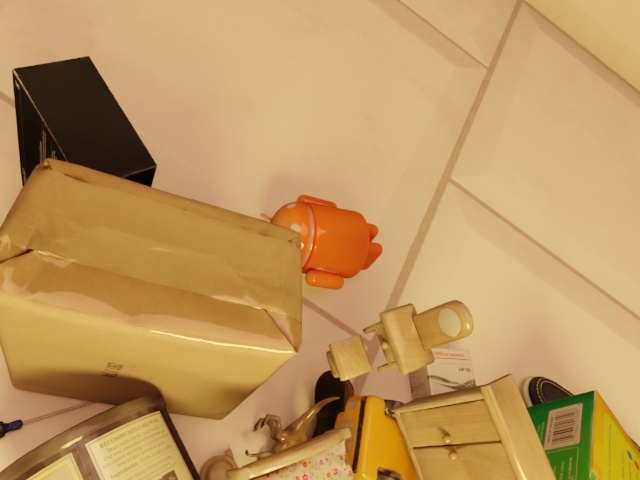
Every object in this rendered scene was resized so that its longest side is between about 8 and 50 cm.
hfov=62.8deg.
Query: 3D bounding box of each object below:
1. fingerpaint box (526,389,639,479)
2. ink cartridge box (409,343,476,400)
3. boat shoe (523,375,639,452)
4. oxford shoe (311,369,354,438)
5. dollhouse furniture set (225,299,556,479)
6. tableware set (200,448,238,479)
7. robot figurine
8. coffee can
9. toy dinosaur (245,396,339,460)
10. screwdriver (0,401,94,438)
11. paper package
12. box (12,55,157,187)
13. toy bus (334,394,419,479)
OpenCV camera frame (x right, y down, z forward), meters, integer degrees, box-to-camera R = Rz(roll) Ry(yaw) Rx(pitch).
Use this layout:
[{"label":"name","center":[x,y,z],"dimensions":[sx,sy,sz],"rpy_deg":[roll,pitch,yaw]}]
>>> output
[{"label":"fingerpaint box","center":[0.405,0.511,0.742],"dimensions":[0.371,0.163,0.445],"rpy_deg":[54,37,-5]},{"label":"ink cartridge box","center":[0.222,0.254,0.951],"dimensions":[0.104,0.060,0.180],"rpy_deg":[8,60,-23]},{"label":"boat shoe","center":[0.532,0.373,1.024],"dimensions":[0.302,0.091,0.114],"rpy_deg":[42,53,-1]},{"label":"oxford shoe","center":[0.026,0.317,0.816],"dimensions":[0.076,0.076,0.212],"rpy_deg":[40,54,-51]},{"label":"dollhouse furniture set","center":[0.035,0.235,0.520],"dimensions":[0.355,0.174,0.304],"rpy_deg":[-10,74,-33]},{"label":"tableware set","center":[-0.155,0.377,0.711],"dimensions":[0.168,0.020,0.141],"rpy_deg":[-18,68,-26]},{"label":"robot figurine","center":[0.000,0.001,0.936],"dimensions":[0.219,0.128,0.158],"rpy_deg":[9,92,-23]},{"label":"coffee can","center":[-0.211,0.345,0.582],"dimensions":[0.201,0.201,0.275],"rpy_deg":[-22,72,-34]},{"label":"toy dinosaur","center":[-0.052,0.297,0.787],"dimensions":[0.092,0.053,0.183],"rpy_deg":[32,77,-7]},{"label":"screwdriver","center":[-0.372,0.232,0.682],"dimensions":[0.169,0.025,0.024],"rpy_deg":[-12,70,-31]},{"label":"paper package","center":[-0.211,0.091,0.653],"dimensions":[0.309,0.325,0.168],"rpy_deg":[16,55,-17]},{"label":"box","center":[-0.333,-0.090,0.732],"dimensions":[0.103,0.261,0.184],"rpy_deg":[-30,80,-36]},{"label":"toy bus","center":[0.139,0.326,0.762],"dimensions":[0.332,0.130,0.108],"rpy_deg":[33,55,-32]}]
